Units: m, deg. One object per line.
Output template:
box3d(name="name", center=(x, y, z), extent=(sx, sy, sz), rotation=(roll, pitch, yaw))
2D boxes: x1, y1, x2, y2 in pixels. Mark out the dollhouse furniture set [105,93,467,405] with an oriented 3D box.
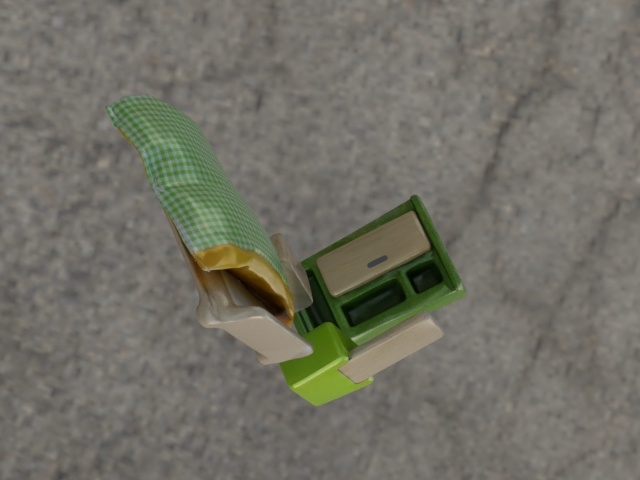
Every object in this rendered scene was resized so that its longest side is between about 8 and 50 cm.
box3d(name="dollhouse furniture set", center=(0.000, 0.000, 0.491), extent=(0.058, 0.076, 0.151), rotation=(-28, 158, 7))
